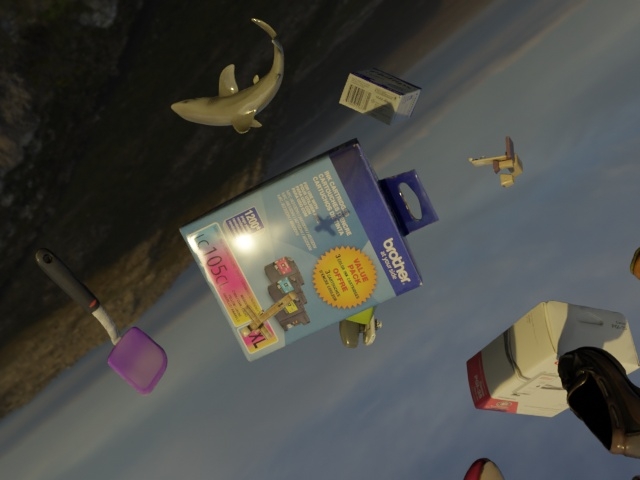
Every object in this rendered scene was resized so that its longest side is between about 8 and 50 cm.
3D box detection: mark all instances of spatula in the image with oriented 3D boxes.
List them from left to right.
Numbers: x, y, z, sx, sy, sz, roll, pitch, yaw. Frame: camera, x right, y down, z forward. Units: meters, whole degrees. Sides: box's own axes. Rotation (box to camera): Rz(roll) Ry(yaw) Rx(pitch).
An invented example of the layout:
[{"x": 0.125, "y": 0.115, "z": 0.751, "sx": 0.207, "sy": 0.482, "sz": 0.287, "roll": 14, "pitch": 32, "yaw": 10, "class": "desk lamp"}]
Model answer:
[{"x": -0.340, "y": 0.120, "z": 1.153, "sx": 0.030, "sy": 0.296, "sz": 0.084, "roll": -2, "pitch": -138, "yaw": 39, "class": "spatula"}]

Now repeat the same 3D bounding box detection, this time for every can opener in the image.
[{"x": 0.097, "y": 0.117, "z": 1.780, "sx": 0.074, "sy": 0.093, "sz": 0.281, "roll": 128, "pitch": -33, "yaw": -61, "class": "can opener"}]

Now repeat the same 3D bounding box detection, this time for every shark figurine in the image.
[{"x": -0.125, "y": -0.255, "z": 1.334, "sx": 0.278, "sy": 0.166, "sz": 0.116, "roll": -33, "pitch": -139, "yaw": 34, "class": "shark figurine"}]

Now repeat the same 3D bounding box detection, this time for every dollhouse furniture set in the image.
[{"x": 0.328, "y": -0.126, "z": 1.386, "sx": 0.081, "sy": 0.091, "sz": 0.114, "roll": -8, "pitch": 162, "yaw": 26, "class": "dollhouse furniture set"}]

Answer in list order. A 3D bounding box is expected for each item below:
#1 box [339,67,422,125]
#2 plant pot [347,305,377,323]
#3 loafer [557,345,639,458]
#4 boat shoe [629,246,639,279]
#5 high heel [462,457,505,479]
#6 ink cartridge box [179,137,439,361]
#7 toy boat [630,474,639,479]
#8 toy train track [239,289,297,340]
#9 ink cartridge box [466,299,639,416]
[{"x": 0.130, "y": -0.309, "z": 1.583, "sx": 0.137, "sy": 0.126, "sz": 0.072, "roll": -33, "pitch": 147, "yaw": -60, "class": "box"}, {"x": 0.044, "y": 0.004, "z": 1.553, "sx": 0.227, "sy": 0.228, "sz": 0.207, "roll": -65, "pitch": 171, "yaw": -46, "class": "plant pot"}, {"x": 0.436, "y": 0.246, "z": 1.169, "sx": 0.095, "sy": 0.109, "sz": 0.302, "roll": -2, "pitch": -166, "yaw": -7, "class": "loafer"}, {"x": 0.627, "y": -0.013, "z": 1.264, "sx": 0.104, "sy": 0.111, "sz": 0.307, "roll": 9, "pitch": -154, "yaw": 43, "class": "boat shoe"}, {"x": 0.159, "y": 0.470, "z": 1.011, "sx": 0.127, "sy": 0.378, "sz": 0.181, "roll": 7, "pitch": 178, "yaw": -44, "class": "high heel"}, {"x": 0.000, "y": 0.000, "z": 1.286, "sx": 0.395, "sy": 0.270, "sz": 0.151, "roll": -26, "pitch": -170, "yaw": 6, "class": "ink cartridge box"}, {"x": 0.912, "y": 0.617, "z": 1.888, "sx": 0.231, "sy": 0.151, "sz": 0.151, "roll": -6, "pitch": -173, "yaw": 9, "class": "toy boat"}, {"x": -0.060, "y": 0.087, "z": 0.890, "sx": 0.083, "sy": 0.048, "sz": 0.014, "roll": -37, "pitch": 175, "yaw": -23, "class": "toy train track"}, {"x": 0.460, "y": 0.248, "z": 1.503, "sx": 0.283, "sy": 0.207, "sz": 0.117, "roll": 125, "pitch": -30, "yaw": -50, "class": "ink cartridge box"}]
